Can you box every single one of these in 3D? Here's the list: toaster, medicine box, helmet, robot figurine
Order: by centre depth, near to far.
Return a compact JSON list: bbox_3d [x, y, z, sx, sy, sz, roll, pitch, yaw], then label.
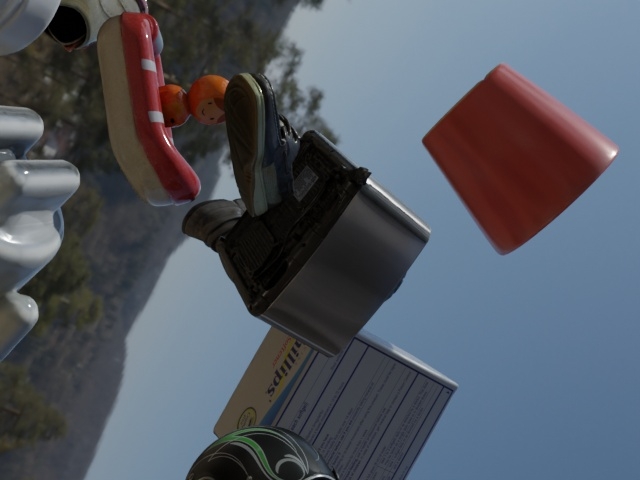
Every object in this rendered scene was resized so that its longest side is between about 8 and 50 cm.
[{"bbox_3d":[0.000,0.000,0.870,0.168,0.110,0.186,-53,-154,7],"label":"toaster"},{"bbox_3d":[-0.416,0.007,0.964,0.353,0.300,0.199,-39,167,19],"label":"robot figurine"},{"bbox_3d":[-0.074,0.295,1.054,0.161,0.169,0.170,22,-97,44],"label":"helmet"},{"bbox_3d":[0.026,0.269,1.451,0.264,0.289,0.149,-60,-150,-2],"label":"medicine box"}]

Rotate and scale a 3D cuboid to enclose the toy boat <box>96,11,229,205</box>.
[{"bbox_3d":[-0.174,-0.158,1.084,0.151,0.151,0.231,114,-33,-82],"label":"toy boat"}]

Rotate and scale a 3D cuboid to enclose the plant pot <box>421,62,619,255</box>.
[{"bbox_3d":[0.321,-0.149,1.550,0.275,0.243,0.275,-44,179,-1],"label":"plant pot"}]

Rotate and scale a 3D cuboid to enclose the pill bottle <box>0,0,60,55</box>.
[{"bbox_3d":[-0.317,-0.238,0.651,0.152,0.272,0.153,-8,-108,27],"label":"pill bottle"}]

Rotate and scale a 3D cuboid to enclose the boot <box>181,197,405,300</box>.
[{"bbox_3d":[-0.034,0.004,1.461,0.223,0.338,0.118,46,-61,43],"label":"boot"}]

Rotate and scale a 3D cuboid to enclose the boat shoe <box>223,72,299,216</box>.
[{"bbox_3d":[-0.042,-0.077,0.697,0.049,0.056,0.152,-23,155,-16],"label":"boat shoe"}]

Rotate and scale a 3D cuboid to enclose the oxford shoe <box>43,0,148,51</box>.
[{"bbox_3d":[-0.322,-0.305,1.193,0.348,0.122,0.130,41,58,-78],"label":"oxford shoe"}]
